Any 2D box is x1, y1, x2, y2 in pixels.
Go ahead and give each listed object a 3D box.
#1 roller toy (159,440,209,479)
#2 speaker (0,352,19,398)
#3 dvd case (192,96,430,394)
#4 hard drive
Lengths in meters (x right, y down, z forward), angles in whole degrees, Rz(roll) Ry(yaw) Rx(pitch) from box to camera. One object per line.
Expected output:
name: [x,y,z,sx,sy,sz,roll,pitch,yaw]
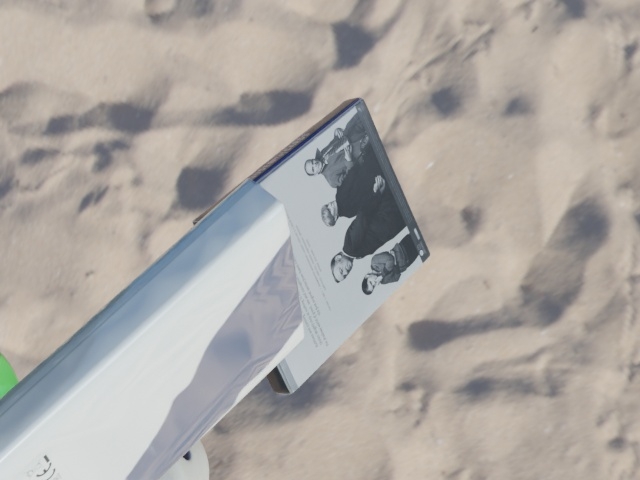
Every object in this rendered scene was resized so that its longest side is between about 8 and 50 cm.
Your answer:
roller toy: [-0.246,0.313,1.724,0.209,0.146,0.191,-4,97,9]
speaker: [-0.384,0.165,1.020,0.297,0.131,0.131,-13,75,9]
dvd case: [0.000,0.000,1.204,0.239,0.030,0.179,-41,115,-41]
hard drive: [-0.135,0.117,0.875,0.040,0.203,0.307,38,69,22]
